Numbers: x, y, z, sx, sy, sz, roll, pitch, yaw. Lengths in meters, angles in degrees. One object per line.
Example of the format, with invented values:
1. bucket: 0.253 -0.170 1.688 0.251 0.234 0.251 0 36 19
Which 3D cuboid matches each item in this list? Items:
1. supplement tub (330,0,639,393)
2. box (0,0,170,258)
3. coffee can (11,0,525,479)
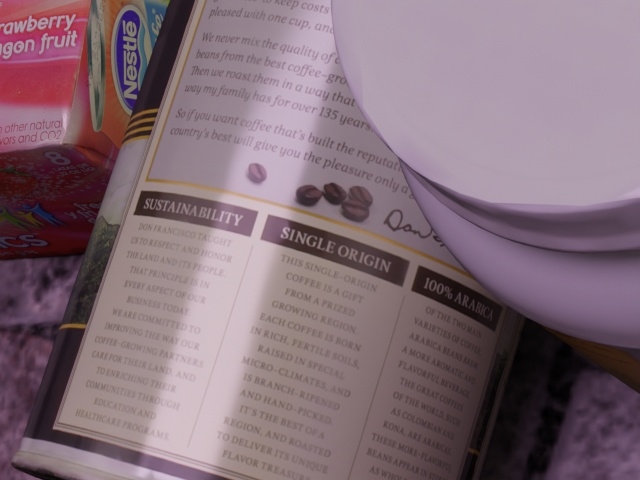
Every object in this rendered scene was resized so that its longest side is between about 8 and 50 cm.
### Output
1. supplement tub: 0.164 -0.048 0.716 0.228 0.316 0.228 -12 65 28
2. box: -0.202 -0.082 1.072 0.300 0.142 0.154 -4 68 31
3. coffee can: 0.000 0.000 0.873 0.201 0.201 0.275 10 77 35
